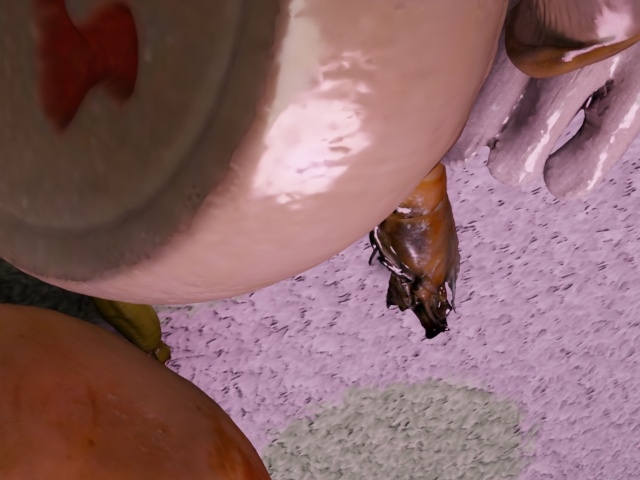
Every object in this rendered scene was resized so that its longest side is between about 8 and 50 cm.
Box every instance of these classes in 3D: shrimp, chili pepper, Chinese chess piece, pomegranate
[{"bbox_3d":[0.000,0.000,1.162,0.198,0.051,0.262,-14,140,6],"label":"shrimp"},{"bbox_3d":[-0.135,0.029,1.144,0.049,0.043,0.208,-34,153,-23],"label":"chili pepper"},{"bbox_3d":[-0.070,-0.142,0.722,0.140,0.338,0.338,-9,145,-43],"label":"Chinese chess piece"},{"bbox_3d":[-0.207,0.227,1.098,0.411,0.411,0.411,-11,142,-9],"label":"pomegranate"}]

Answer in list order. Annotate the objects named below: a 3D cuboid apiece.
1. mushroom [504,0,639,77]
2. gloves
[{"bbox_3d":[0.120,-0.227,0.837,0.159,0.122,0.329,-12,128,15],"label":"mushroom"},{"bbox_3d":[0.159,-0.114,1.014,0.218,0.140,0.131,-1,136,-29],"label":"gloves"}]
